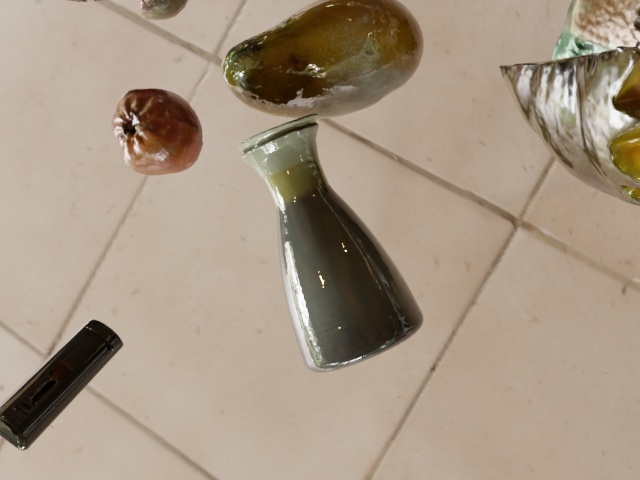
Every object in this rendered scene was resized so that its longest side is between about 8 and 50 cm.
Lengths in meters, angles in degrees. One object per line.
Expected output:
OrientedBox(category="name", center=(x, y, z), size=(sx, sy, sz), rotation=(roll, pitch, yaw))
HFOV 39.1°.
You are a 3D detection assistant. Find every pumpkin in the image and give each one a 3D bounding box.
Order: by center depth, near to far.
OrientedBox(category="pumpkin", center=(0.224, -0.092, 0.760), size=(0.149, 0.254, 0.131), rotation=(-1, 99, 27))

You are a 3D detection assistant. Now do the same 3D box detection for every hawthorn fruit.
OrientedBox(category="hawthorn fruit", center=(-0.215, -0.146, 1.202), size=(0.128, 0.128, 0.128), rotation=(-3, 81, 17))

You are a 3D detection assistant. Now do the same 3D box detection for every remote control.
OrientedBox(category="remote control", center=(-0.153, 0.080, 0.527), size=(0.034, 0.016, 0.091), rotation=(32, 49, 8))

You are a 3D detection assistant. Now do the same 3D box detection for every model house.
OrientedBox(category="model house", center=(0.524, -0.273, 1.276), size=(0.325, 0.194, 0.267), rotation=(48, 142, 37))

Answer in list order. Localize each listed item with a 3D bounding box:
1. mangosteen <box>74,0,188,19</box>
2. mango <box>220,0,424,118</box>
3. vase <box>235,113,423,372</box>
OrientedBox(category="mangosteen", center=(-0.363, -0.565, 1.497), size=(0.421, 0.381, 0.381), rotation=(32, 93, -25))
OrientedBox(category="mango", center=(0.005, -0.255, 1.275), size=(0.316, 0.193, 0.146), rotation=(-19, 61, -26))
OrientedBox(category="vase", center=(0.000, 0.000, 1.205), size=(0.173, 0.173, 0.321), rotation=(-23, 91, 13))
